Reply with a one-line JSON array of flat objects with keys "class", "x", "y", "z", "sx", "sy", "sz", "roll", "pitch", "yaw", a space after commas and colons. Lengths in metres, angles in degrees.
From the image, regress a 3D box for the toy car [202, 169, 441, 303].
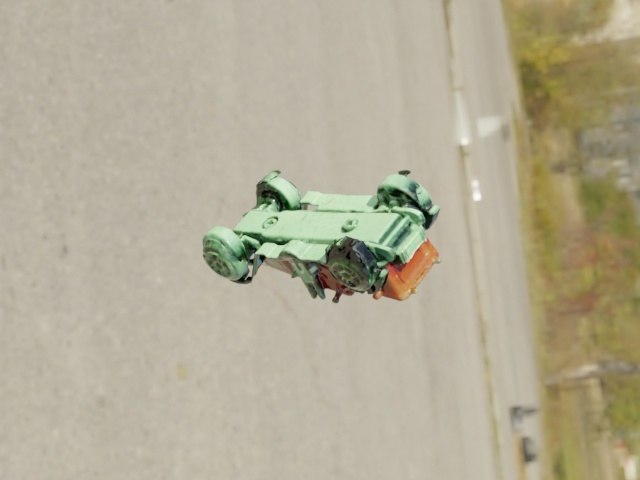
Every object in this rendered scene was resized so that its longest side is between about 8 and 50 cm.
[{"class": "toy car", "x": 0.000, "y": 0.000, "z": 0.814, "sx": 0.073, "sy": 0.143, "sz": 0.054, "roll": -51, "pitch": 125, "yaw": -32}]
